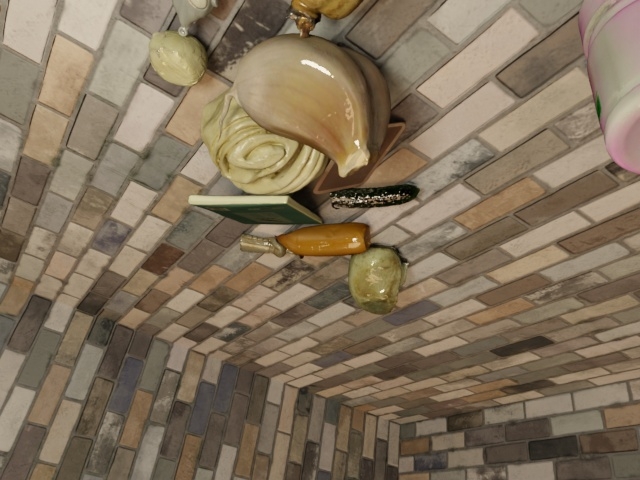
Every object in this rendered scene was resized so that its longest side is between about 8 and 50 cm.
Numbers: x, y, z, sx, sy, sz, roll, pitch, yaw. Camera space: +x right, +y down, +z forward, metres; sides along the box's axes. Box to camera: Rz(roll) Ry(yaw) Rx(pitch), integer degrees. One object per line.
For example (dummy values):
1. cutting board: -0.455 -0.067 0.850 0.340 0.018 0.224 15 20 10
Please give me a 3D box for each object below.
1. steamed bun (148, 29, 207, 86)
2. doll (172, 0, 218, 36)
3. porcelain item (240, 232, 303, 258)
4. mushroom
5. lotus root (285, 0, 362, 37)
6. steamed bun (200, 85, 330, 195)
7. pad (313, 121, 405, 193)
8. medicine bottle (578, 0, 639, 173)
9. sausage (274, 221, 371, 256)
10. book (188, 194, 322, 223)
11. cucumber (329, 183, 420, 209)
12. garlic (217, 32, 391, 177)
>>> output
1. steamed bun: -0.295 -0.392 1.087 0.112 0.091 0.130 13 163 14
2. doll: -0.232 -0.484 0.959 0.102 0.075 0.227 33 131 -5
3. porcelain item: -0.157 0.020 1.700 0.213 0.054 0.084 8 149 4
4. mushroom: 0.179 0.146 1.707 0.189 0.164 0.267 13 146 -7
5. lotus root: 0.038 -0.467 0.859 0.257 0.140 0.154 -30 159 34
6. steamed bun: -0.132 -0.212 1.217 0.276 0.203 0.289 -20 137 37
7. pad: 0.092 -0.199 1.272 0.176 0.002 0.266 -14 158 -29
8. medicine bottle: 0.552 -0.287 0.828 0.212 0.326 0.212 6 146 4
9. sausage: -0.003 -0.001 1.590 0.328 0.112 0.112 -3 145 22
10. book: -0.162 -0.079 1.420 0.264 0.031 0.379 2 175 12
11. cucumber: 0.151 -0.119 1.412 0.245 0.067 0.067 0 145 13
12. garlic: -0.018 -0.298 1.048 0.340 0.231 0.246 17 122 16
